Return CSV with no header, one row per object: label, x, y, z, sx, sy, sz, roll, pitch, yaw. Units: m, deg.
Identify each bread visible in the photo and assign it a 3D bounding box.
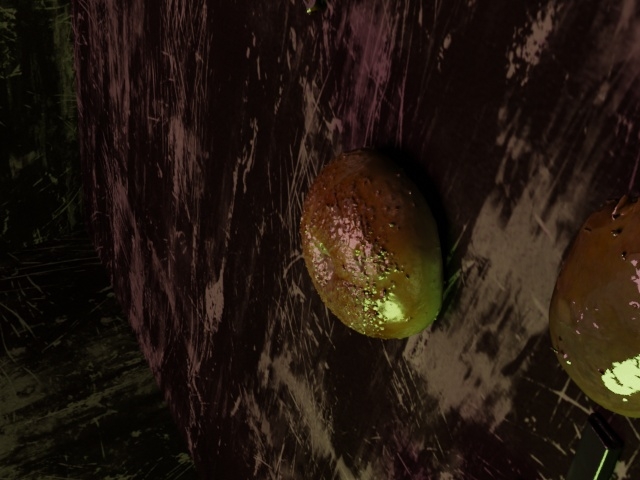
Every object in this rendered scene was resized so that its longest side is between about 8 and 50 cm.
bread,0.067,0.011,1.659,0.305,0.159,0.305,53,154,40

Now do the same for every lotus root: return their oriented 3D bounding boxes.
lotus root,-0.019,-0.392,1.704,0.037,0.030,0.083,24,-134,-76

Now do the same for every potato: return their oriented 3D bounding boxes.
potato,0.324,0.064,1.105,0.191,0.141,0.296,53,151,32

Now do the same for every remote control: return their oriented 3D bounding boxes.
remote control,0.345,0.320,1.430,0.245,0.025,0.063,93,154,-44
